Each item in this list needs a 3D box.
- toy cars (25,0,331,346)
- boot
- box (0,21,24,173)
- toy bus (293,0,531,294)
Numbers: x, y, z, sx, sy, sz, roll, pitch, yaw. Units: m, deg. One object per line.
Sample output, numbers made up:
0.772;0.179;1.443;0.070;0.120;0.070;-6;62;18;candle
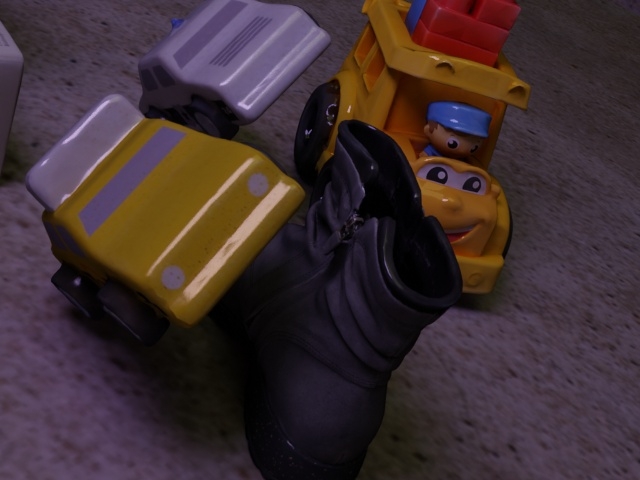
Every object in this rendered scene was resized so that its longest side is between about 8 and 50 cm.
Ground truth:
-0.086;-0.075;0.533;0.087;0.176;0.394;48;23;-22;toy cars
0.000;0.000;0.502;0.083;0.161;0.247;8;34;-27;boot
-0.317;-0.095;0.495;0.275;0.094;0.113;-3;39;-38;box
0.088;-0.099;0.675;0.149;0.211;0.220;15;33;-18;toy bus
